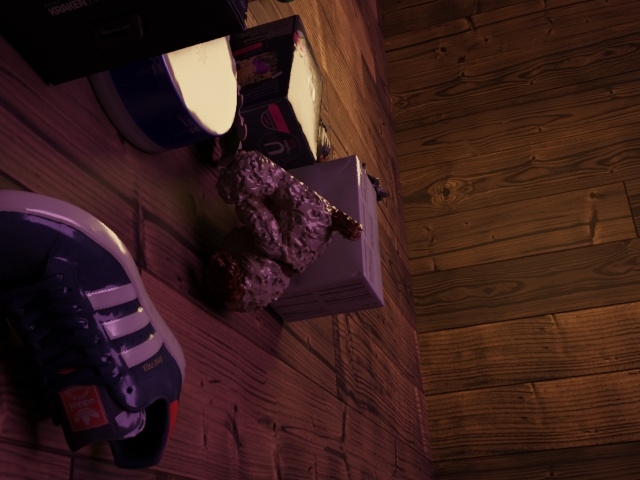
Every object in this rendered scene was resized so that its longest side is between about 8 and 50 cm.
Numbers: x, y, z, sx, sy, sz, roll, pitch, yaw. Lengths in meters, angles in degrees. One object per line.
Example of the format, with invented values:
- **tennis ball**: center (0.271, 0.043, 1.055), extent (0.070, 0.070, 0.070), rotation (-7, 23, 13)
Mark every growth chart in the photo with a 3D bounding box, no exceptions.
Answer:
- **growth chart**: center (-0.155, -0.232, 1.207), extent (0.172, 0.021, 0.237), rotation (160, -78, -69)

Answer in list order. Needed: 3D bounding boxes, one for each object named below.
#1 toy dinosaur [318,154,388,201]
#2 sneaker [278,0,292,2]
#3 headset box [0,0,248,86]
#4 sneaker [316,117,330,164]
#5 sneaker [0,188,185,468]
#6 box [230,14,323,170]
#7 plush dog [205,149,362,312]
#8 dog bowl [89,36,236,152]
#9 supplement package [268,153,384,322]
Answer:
- **toy dinosaur**: center (0.047, -0.068, 1.747), extent (0.218, 0.164, 0.322), rotation (-60, 171, -34)
- **sneaker**: center (-0.126, -0.663, 1.646), extent (0.121, 0.108, 0.302), rotation (-61, 141, -47)
- **headset box**: center (-0.208, -0.326, 0.811), extent (0.131, 0.247, 0.283), rotation (57, 26, -53)
- **sneaker**: center (-0.042, -0.301, 1.692), extent (0.147, 0.105, 0.295), rotation (23, 63, -74)
- **sneaker**: center (-0.221, 0.103, 0.689), extent (0.350, 0.131, 0.148), rotation (62, 18, -48)
- **box**: center (-0.089, -0.275, 1.409), extent (0.165, 0.144, 0.270), rotation (63, 22, -44)
- **plush dog**: center (-0.076, 0.015, 1.162), extent (0.225, 0.211, 0.262), rotation (-55, 165, 1)
- **dog bowl**: center (-0.214, -0.259, 1.020), extent (0.265, 0.104, 0.264), rotation (-11, 90, -75)
- **supplement package**: center (0.000, 0.000, 1.425), extent (0.145, 0.204, 0.261), rotation (55, 29, -55)
